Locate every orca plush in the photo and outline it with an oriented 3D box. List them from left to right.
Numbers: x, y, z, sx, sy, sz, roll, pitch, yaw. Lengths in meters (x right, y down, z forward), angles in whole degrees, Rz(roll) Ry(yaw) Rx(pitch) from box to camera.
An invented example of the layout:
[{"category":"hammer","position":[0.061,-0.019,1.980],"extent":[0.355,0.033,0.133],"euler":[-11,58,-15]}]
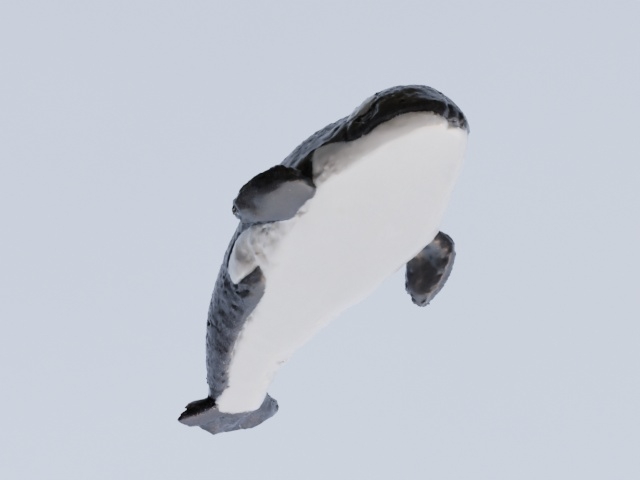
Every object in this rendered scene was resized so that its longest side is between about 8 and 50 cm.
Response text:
[{"category":"orca plush","position":[0.000,0.000,1.104],"extent":[0.151,0.287,0.102],"euler":[8,-143,-16]}]
